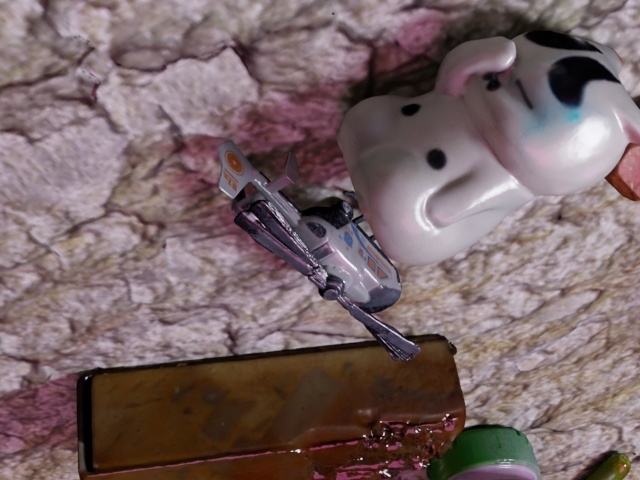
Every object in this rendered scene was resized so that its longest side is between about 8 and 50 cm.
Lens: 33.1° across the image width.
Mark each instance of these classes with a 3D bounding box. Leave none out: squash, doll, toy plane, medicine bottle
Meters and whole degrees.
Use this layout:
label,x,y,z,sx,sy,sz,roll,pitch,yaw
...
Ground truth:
label,x,y,z,sx,sy,sz,roll,pitch,yaw
squash,0.300,0.250,1.134,0.027,0.027,0.083,8,136,-23
doll,0.097,-0.058,0.639,0.180,0.110,0.107,-30,139,19
toy plane,0.000,-0.001,0.715,0.053,0.078,0.197,-29,124,25
medicine bottle,0.173,0.312,0.982,0.133,0.274,0.133,-5,141,-4

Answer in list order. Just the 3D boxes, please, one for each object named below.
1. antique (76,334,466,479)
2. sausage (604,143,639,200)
label,x,y,z,sx,sy,sz,roll,pitch,yaw
antique,-0.037,0.150,0.877,0.309,0.093,0.087,-6,141,-8
sausage,0.256,-0.067,0.702,0.169,0.065,0.065,-17,141,8
